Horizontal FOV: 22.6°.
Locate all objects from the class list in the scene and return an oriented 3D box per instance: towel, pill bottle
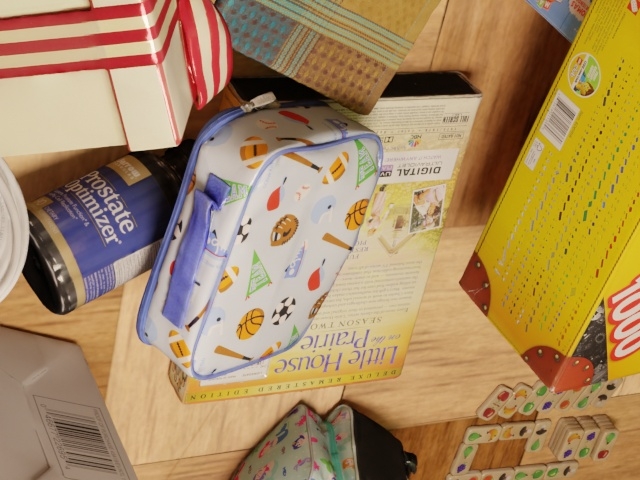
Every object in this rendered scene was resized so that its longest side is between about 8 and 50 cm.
[{"bbox_3d":[0.059,-0.325,1.615,0.271,0.040,0.370,23,103,-47],"label":"towel"},{"bbox_3d":[-0.211,-0.021,1.694,0.219,0.123,0.123,-29,135,-24],"label":"pill bottle"}]

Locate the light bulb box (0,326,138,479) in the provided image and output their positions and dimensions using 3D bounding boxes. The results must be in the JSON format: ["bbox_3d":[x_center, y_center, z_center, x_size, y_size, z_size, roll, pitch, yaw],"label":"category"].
[{"bbox_3d":[-0.388,0.331,1.723,0.225,0.358,0.361,18,116,-36],"label":"light bulb box"}]

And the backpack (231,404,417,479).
[{"bbox_3d":[-0.016,0.355,2.046,0.191,0.225,0.253,31,113,-18],"label":"backpack"}]

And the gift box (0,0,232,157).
[{"bbox_3d":[-0.218,-0.242,1.407,0.258,0.276,0.255,-4,128,10],"label":"gift box"}]

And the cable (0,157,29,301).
[{"bbox_3d":[-0.405,-0.022,1.509,0.257,0.257,0.089,41,139,-13],"label":"cable"}]

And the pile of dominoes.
[{"bbox_3d":[0.316,0.285,2.296,0.251,0.040,0.196,-2,126,-28],"label":"pile of dominoes"}]

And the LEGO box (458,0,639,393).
[{"bbox_3d":[0.425,-0.098,1.764,0.372,0.193,0.500,-9,135,-35],"label":"LEGO box"}]

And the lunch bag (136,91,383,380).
[{"bbox_3d":[-0.068,-0.009,1.670,0.243,0.115,0.303,-14,131,-50],"label":"lunch bag"}]

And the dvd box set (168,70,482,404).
[{"bbox_3d":[0.000,0.000,1.882,0.307,0.062,0.420,-5,127,-26],"label":"dvd box set"}]

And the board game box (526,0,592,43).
[{"bbox_3d":[0.309,-0.324,1.728,0.039,0.160,0.211,16,116,-38],"label":"board game box"}]
